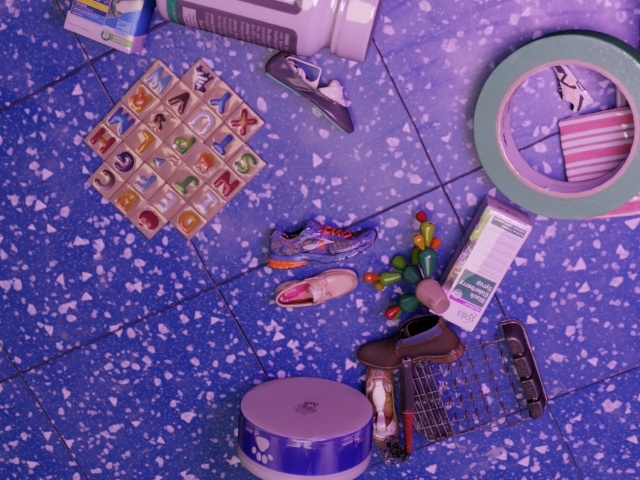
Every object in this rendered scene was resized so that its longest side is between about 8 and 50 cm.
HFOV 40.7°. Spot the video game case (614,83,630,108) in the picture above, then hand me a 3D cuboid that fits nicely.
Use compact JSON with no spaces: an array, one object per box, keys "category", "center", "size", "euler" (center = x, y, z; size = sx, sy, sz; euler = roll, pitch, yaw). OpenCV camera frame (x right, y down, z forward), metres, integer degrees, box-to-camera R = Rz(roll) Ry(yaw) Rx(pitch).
[{"category":"video game case","center":[0.637,-0.187,1.545],"size":[0.207,0.026,0.226],"euler":[-5,107,9]}]

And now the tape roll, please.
[{"category":"tape roll","center":[0.429,-0.198,1.492],"size":[0.322,0.077,0.321],"euler":[10,114,23]}]

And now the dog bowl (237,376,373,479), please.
[{"category":"dog bowl","center":[-0.029,0.369,1.687],"size":[0.265,0.265,0.104],"euler":[5,107,5]}]

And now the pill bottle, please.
[{"category":"pill bottle","center":[-0.078,-0.428,1.460],"size":[0.361,0.204,0.204],"euler":[16,109,2]}]

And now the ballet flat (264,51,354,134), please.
[{"category":"ballet flat","center":[-0.007,-0.277,1.575],"size":[0.203,0.074,0.074],"euler":[37,109,-3]}]

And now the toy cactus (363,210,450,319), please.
[{"category":"toy cactus","center":[0.176,0.070,1.611],"size":[0.112,0.180,0.218],"euler":[17,110,-34]}]

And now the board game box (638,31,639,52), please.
[{"category":"board game box","center":[0.681,-0.380,1.413],"size":[0.276,0.142,0.144],"euler":[-2,108,8]}]

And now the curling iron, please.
[{"category":"curling iron","center":[0.162,0.344,1.709],"size":[0.068,0.035,0.273],"euler":[-13,126,-26]}]

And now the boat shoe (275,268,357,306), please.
[{"category":"boat shoe","center":[-0.010,0.101,1.703],"size":[0.170,0.059,0.063],"euler":[-15,106,12]}]

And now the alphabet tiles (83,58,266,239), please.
[{"category":"alphabet tiles","center":[-0.284,-0.171,1.674],"size":[0.285,0.011,0.342],"euler":[45,108,-8]}]

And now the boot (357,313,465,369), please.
[{"category":"boot","center":[0.160,0.189,1.675],"size":[0.219,0.082,0.106],"euler":[-9,134,23]}]

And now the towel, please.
[{"category":"towel","center":[0.517,-0.137,1.557],"size":[0.144,0.029,0.196],"euler":[-7,103,26]}]

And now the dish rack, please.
[{"category":"dish rack","center":[0.300,0.289,1.724],"size":[0.272,0.074,0.208],"euler":[-17,104,14]}]

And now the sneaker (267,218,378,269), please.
[{"category":"sneaker","center":[0.000,0.000,1.661],"size":[0.221,0.083,0.087],"euler":[-9,99,7]}]

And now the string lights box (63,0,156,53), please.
[{"category":"string lights box","center":[-0.354,-0.483,1.544],"size":[0.134,0.076,0.259],"euler":[21,109,1]}]

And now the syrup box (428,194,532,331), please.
[{"category":"syrup box","center":[0.298,0.043,1.627],"size":[0.093,0.096,0.236],"euler":[26,109,0]}]

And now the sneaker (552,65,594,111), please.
[{"category":"sneaker","center":[0.439,-0.274,1.533],"size":[0.044,0.040,0.109],"euler":[-37,100,19]}]

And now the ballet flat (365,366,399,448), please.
[{"category":"ballet flat","center":[0.121,0.348,1.764],"size":[0.073,0.067,0.206],"euler":[-6,107,10]}]
